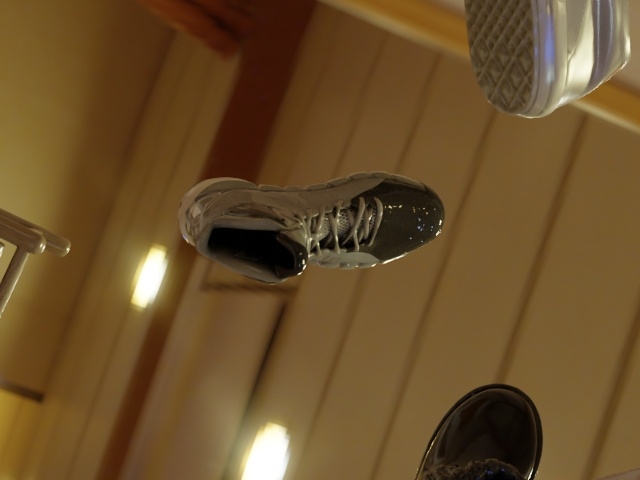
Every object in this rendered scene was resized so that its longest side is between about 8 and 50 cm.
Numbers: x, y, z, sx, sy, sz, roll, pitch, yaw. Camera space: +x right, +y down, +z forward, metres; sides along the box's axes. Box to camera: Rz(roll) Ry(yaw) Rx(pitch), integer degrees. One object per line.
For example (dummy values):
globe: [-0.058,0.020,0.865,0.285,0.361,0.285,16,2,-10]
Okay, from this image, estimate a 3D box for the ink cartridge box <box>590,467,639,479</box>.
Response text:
ink cartridge box: [0.217,0.227,0.899,0.175,0.371,0.069,-17,-136,19]

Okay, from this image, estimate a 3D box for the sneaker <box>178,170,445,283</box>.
sneaker: [0.000,0.000,1.509,0.132,0.228,0.086,-115,-156,-70]

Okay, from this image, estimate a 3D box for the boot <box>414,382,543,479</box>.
boot: [0.171,0.273,2.030,0.348,0.131,0.260,-58,175,-27]

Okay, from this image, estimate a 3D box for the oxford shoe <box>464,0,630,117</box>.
oxford shoe: [0.200,-0.331,1.570,0.169,0.130,0.449,28,-54,59]

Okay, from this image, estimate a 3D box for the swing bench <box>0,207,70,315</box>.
swing bench: [-0.405,0.059,1.675,0.165,0.254,0.253,68,47,-89]
